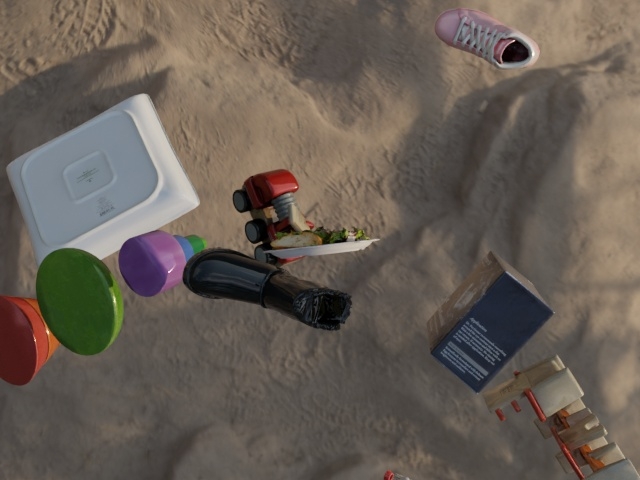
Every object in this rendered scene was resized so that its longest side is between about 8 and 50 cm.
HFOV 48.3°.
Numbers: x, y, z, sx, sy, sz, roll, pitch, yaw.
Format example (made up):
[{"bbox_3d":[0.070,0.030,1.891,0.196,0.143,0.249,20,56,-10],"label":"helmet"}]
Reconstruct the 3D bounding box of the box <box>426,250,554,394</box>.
[{"bbox_3d":[0.239,0.113,1.037,0.093,0.156,0.158,40,101,-2],"label":"box"}]

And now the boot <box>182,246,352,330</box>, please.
[{"bbox_3d":[-0.041,0.043,0.594,0.121,0.099,0.045,14,95,-42],"label":"boot"}]

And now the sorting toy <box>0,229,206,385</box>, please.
[{"bbox_3d":[-0.271,0.067,0.872,0.365,0.126,0.127,-25,90,32],"label":"sorting toy"}]

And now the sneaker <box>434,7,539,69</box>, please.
[{"bbox_3d":[0.199,-0.243,0.861,0.134,0.070,0.051,24,114,8],"label":"sneaker"}]

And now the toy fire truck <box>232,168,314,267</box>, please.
[{"bbox_3d":[-0.085,-0.065,1.611,0.158,0.246,0.217,-17,82,-38],"label":"toy fire truck"}]

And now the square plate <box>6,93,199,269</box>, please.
[{"bbox_3d":[-0.460,-0.123,1.457,0.347,0.344,0.049,-29,149,-2],"label":"square plate"}]

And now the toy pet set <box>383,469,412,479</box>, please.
[{"bbox_3d":[0.115,0.393,0.993,0.114,0.065,0.122,34,78,-56],"label":"toy pet set"}]

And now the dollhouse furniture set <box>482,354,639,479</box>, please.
[{"bbox_3d":[0.383,0.324,1.121,0.135,0.262,0.259,-32,94,8],"label":"dollhouse furniture set"}]

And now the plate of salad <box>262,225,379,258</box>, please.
[{"bbox_3d":[0.000,0.000,1.210,0.199,0.200,0.048,-7,89,-12],"label":"plate of salad"}]
